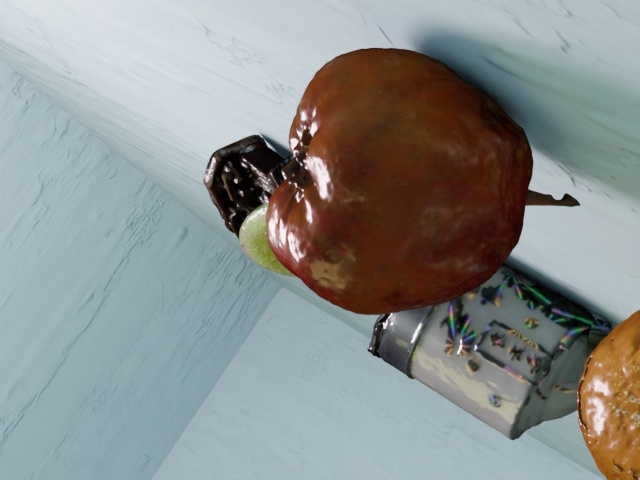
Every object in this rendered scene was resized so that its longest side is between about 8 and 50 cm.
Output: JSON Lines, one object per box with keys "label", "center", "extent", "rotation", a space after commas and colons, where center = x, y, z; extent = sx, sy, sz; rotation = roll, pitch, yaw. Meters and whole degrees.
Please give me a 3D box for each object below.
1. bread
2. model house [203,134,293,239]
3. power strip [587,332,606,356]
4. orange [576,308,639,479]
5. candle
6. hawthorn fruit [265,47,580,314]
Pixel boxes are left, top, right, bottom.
{"label": "bread", "center": [0.000, 0.000, 1.705], "extent": [0.229, 0.033, 0.228], "rotation": [-2, 151, -1]}
{"label": "model house", "center": [-0.063, -0.051, 1.754], "extent": [0.164, 0.141, 0.203], "rotation": [42, 175, 24]}
{"label": "power strip", "center": [0.386, 0.154, 1.476], "extent": [0.092, 0.034, 0.268], "rotation": [36, 173, -12]}
{"label": "orange", "center": [0.320, 0.142, 1.070], "extent": [0.161, 0.193, 0.193], "rotation": [20, -176, -39]}
{"label": "candle", "center": [0.232, 0.137, 1.475], "extent": [0.330, 0.187, 0.187], "rotation": [31, 173, 21]}
{"label": "hawthorn fruit", "center": [0.088, -0.040, 0.971], "extent": [0.243, 0.207, 0.207], "rotation": [7, -179, -16]}
